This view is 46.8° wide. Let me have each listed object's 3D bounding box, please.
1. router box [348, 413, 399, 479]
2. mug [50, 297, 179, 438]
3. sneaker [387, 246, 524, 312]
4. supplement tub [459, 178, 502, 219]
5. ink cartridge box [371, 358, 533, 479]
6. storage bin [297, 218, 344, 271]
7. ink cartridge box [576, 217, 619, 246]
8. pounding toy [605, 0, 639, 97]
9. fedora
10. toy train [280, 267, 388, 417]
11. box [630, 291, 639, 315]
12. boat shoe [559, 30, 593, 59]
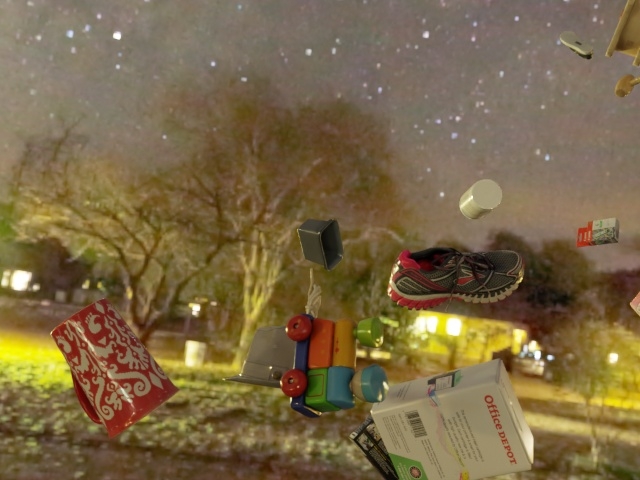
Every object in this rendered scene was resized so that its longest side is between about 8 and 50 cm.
[{"bbox_3d":[0.183,0.566,2.046,0.179,0.133,0.046,51,-14,-9],"label":"router box"},{"bbox_3d":[-0.307,0.185,1.039,0.150,0.169,0.113,-34,-1,7],"label":"mug"},{"bbox_3d":[0.288,0.064,1.514,0.299,0.112,0.121,-9,39,-18],"label":"sneaker"},{"bbox_3d":[0.353,-0.090,1.632,0.071,0.071,0.107,8,-10,-2],"label":"supplement tub"},{"bbox_3d":[0.276,0.385,1.532,0.278,0.201,0.117,-20,10,23],"label":"ink cartridge box"},{"bbox_3d":[0.000,0.000,1.991,0.091,0.135,0.098,15,43,33],"label":"storage bin"},{"bbox_3d":[0.735,-0.020,1.972,0.115,0.063,0.029,-10,-33,42],"label":"ink cartridge box"},{"bbox_3d":[0.741,-0.462,1.652,0.155,0.154,0.269,25,-39,16],"label":"pounding toy"},{"bbox_3d":[-0.059,0.243,1.531,0.275,0.124,0.244,3,-8,32],"label":"fedora"},{"bbox_3d":[0.032,0.139,1.132,0.143,0.248,0.105,-11,-32,27],"label":"toy train"},{"bbox_3d":[0.539,0.126,0.853,0.154,0.300,0.142,-10,-40,-32],"label":"box"},{"bbox_3d":[0.825,-0.628,2.385,0.142,0.049,0.040,56,-3,41],"label":"boat shoe"}]
